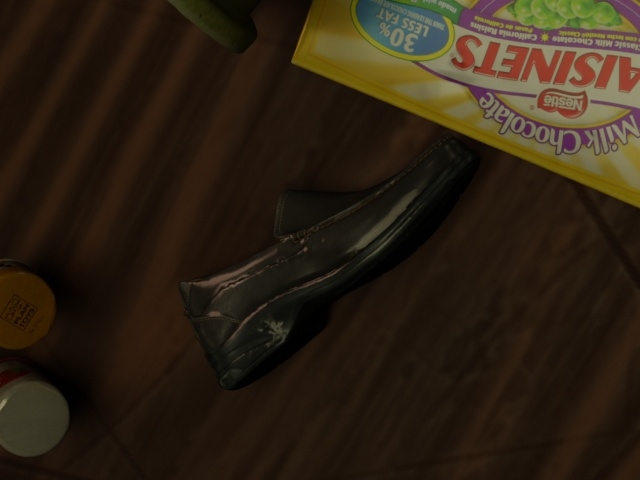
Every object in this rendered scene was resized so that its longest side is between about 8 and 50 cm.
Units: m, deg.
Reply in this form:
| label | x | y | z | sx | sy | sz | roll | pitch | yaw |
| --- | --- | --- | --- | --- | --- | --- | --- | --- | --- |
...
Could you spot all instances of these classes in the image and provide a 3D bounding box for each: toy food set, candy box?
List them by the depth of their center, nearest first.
| label | x | y | z | sx | sy | sz | roll | pitch | yaw |
| --- | --- | --- | --- | --- | --- | --- | --- | --- | --- |
| candy box | 0.096 | -0.092 | 0.854 | 0.206 | 0.027 | 0.105 | 23 | 107 | 14 |
| toy food set | -0.222 | 0.103 | 0.939 | 0.232 | 0.104 | 0.111 | -44 | 112 | -9 |

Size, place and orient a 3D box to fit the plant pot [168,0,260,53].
| label | x | y | z | sx | sy | sz | roll | pitch | yaw |
| --- | --- | --- | --- | --- | --- | --- | --- | --- | --- |
| plant pot | -0.034 | -0.264 | 0.771 | 0.254 | 0.276 | 0.276 | -42 | 84 | 6 |

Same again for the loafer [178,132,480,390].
| label | x | y | z | sx | sy | sz | roll | pitch | yaw |
| --- | --- | --- | --- | --- | --- | --- | --- | --- | --- |
| loafer | 0.000 | 0.000 | 0.881 | 0.170 | 0.062 | 0.061 | -40 | 80 | 17 |
